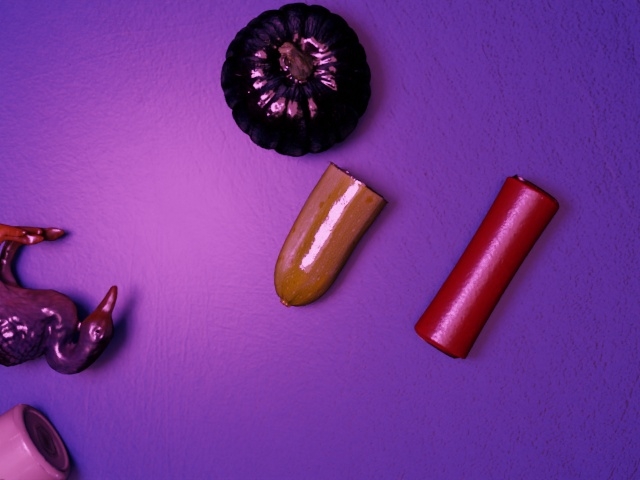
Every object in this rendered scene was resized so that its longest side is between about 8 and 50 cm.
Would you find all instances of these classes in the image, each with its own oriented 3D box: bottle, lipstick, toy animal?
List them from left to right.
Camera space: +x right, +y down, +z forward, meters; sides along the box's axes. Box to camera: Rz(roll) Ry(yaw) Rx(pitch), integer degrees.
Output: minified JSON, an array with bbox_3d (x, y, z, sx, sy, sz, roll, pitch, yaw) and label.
[{"bbox_3d":[-0.455,0.323,1.501,0.253,0.120,0.120,-32,88,3],"label":"bottle"},{"bbox_3d":[-0.404,0.071,1.496,0.298,0.122,0.185,4,90,5],"label":"toy animal"},{"bbox_3d":[0.210,0.035,1.480,0.080,0.080,0.241,32,92,3],"label":"lipstick"}]

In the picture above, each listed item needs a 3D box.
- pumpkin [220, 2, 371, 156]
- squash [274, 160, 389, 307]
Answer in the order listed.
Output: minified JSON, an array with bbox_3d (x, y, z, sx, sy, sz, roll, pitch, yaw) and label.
[{"bbox_3d":[-0.028,-0.201,1.467,0.194,0.150,0.194,-7,106,-24],"label":"pumpkin"},{"bbox_3d":[0.000,0.000,1.490,0.095,0.095,0.188,34,95,3],"label":"squash"}]
